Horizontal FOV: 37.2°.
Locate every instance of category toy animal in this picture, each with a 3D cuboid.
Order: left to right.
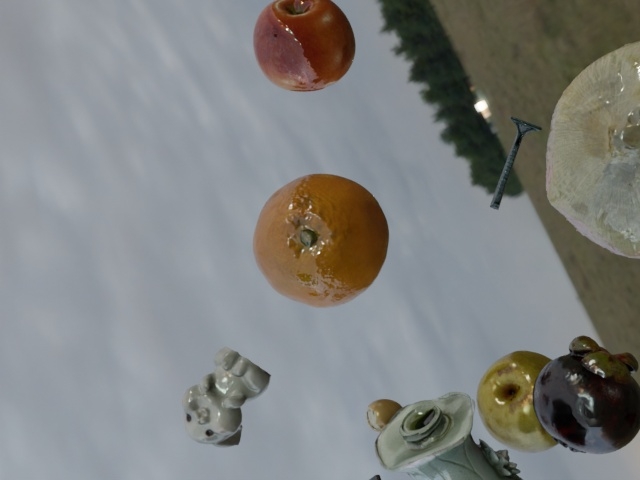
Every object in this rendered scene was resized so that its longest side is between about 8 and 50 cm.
[{"bbox_3d":[-0.191,0.318,1.915,0.127,0.193,0.178,29,176,13],"label":"toy animal"}]

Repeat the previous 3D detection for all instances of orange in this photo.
[{"bbox_3d":[0.000,0.000,2.151,0.312,0.312,0.312,58,-167,-23],"label":"orange"}]

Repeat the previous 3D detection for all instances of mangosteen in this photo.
[{"bbox_3d":[0.482,0.280,1.698,0.210,0.210,0.210,58,-167,-23],"label":"mangosteen"}]

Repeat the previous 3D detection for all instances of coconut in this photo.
[{"bbox_3d":[0.570,-0.151,1.609,0.404,0.404,0.404,58,-167,-23],"label":"coconut"}]

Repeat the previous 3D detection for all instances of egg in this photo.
[{"bbox_3d":[0.158,0.418,2.278,0.080,0.096,0.080,172,90,-72],"label":"egg"}]

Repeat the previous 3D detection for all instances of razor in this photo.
[{"bbox_3d":[0.370,-0.145,1.852,0.033,0.066,0.190,95,-163,-75],"label":"razor"}]

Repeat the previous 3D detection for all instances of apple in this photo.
[{"bbox_3d":[-0.028,-0.317,1.516,0.163,0.163,0.139,-95,-3,-59],"label":"apple"}]

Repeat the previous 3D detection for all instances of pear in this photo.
[{"bbox_3d":[0.429,0.332,1.951,0.209,0.209,0.209,58,-167,-23],"label":"pear"}]

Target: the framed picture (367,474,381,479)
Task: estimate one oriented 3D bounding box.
[{"bbox_3d":[0.134,0.745,2.210,0.265,0.016,0.347,-57,46,54],"label":"framed picture"}]

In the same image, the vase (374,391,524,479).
[{"bbox_3d":[0.271,0.474,1.626,0.445,0.250,0.250,58,-167,-17],"label":"vase"}]
